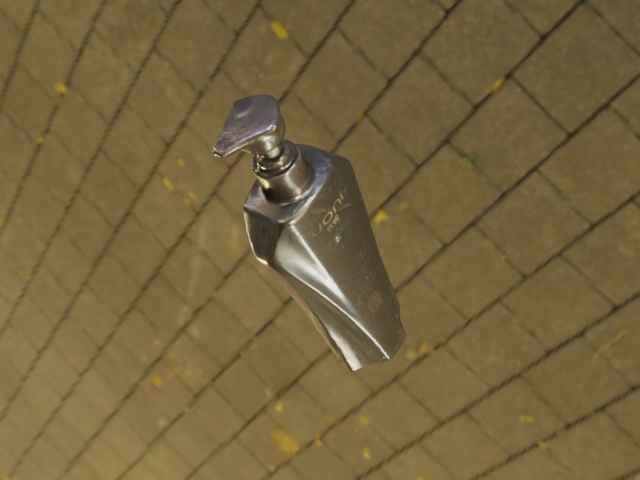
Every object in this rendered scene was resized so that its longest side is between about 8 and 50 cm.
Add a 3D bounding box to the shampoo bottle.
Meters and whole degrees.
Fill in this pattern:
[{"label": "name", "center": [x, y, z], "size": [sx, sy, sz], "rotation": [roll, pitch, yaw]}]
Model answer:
[{"label": "shampoo bottle", "center": [0.000, 0.000, 0.445], "size": [0.027, 0.048, 0.137], "rotation": [21, 155, 33]}]
